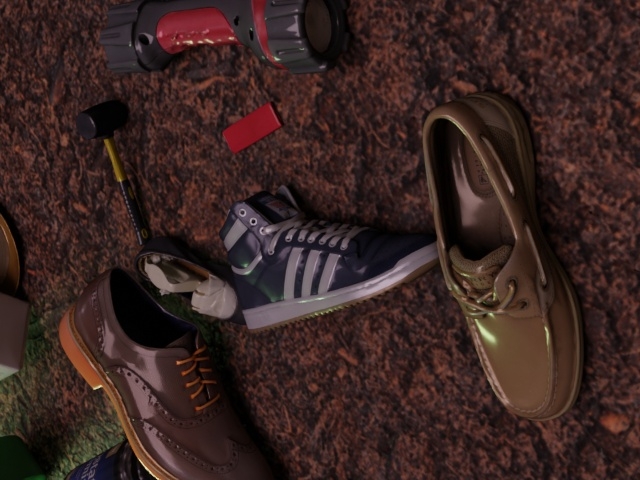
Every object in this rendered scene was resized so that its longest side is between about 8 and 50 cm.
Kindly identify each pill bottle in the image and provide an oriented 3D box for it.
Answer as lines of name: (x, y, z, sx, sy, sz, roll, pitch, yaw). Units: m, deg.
pill bottle: (-0.246, 0.328, 1.446, 0.219, 0.123, 0.123, -33, 84, 37)

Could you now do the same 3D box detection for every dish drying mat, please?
dish drying mat: (-0.080, -0.131, 1.262, 0.083, 0.008, 0.032, -26, 89, 36)

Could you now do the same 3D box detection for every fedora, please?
fedora: (-0.524, 0.024, 1.577, 0.194, 0.079, 0.194, 12, 111, 33)

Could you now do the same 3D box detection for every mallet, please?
mallet: (-0.260, -0.081, 1.369, 0.039, 0.062, 0.190, -6, 100, 37)

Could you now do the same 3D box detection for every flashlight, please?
flashlight: (-0.117, -0.228, 1.202, 0.304, 0.103, 0.103, 0, 107, 34)

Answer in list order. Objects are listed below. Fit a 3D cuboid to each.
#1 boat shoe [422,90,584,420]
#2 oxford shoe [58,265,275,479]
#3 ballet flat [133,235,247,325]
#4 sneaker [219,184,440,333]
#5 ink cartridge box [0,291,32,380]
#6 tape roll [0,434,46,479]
boat shoe: (0.168, 0.027, 1.071, 0.121, 0.110, 0.341, -12, 96, 37)
oxford shoe: (-0.177, 0.190, 1.338, 0.364, 0.130, 0.133, 45, 127, 7)
ballet flat: (-0.151, 0.057, 1.331, 0.203, 0.074, 0.074, 27, 118, 26)
sneaker: (0.000, 0.000, 1.190, 0.282, 0.099, 0.153, -20, 91, 38)
ink cartridge box: (-0.583, 0.152, 1.569, 0.273, 0.198, 0.115, -27, 51, 37)
tape roll: (-0.553, 0.408, 1.561, 0.077, 0.321, 0.321, 52, 126, 12)
